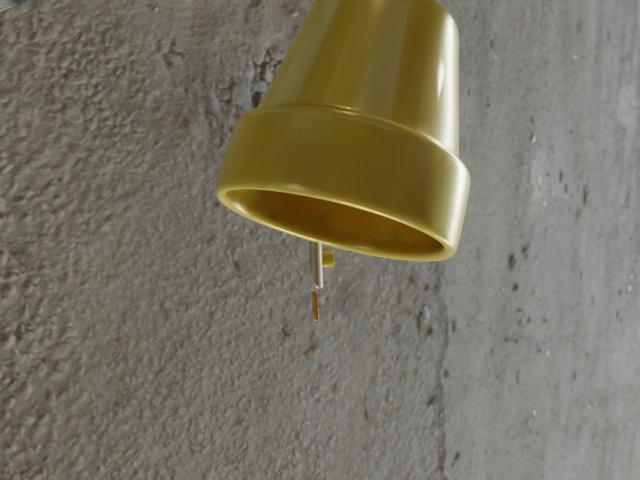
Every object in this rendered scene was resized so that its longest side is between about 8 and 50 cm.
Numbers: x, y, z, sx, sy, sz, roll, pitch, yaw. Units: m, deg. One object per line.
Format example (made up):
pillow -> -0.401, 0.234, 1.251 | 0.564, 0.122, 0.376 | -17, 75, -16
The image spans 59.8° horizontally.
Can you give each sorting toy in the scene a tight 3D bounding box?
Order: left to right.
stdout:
sorting toy -> 0.000, 0.000, 1.201 | 0.047, 0.196, 0.347 | -2, 97, -3

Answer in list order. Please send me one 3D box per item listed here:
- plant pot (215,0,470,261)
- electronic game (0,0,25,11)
plant pot -> 0.042, -0.124, 0.593 | 0.254, 0.254, 0.239 | 25, 76, -45
electronic game -> -0.274, -0.267, 0.514 | 0.229, 0.229, 0.048 | -50, 137, -27
